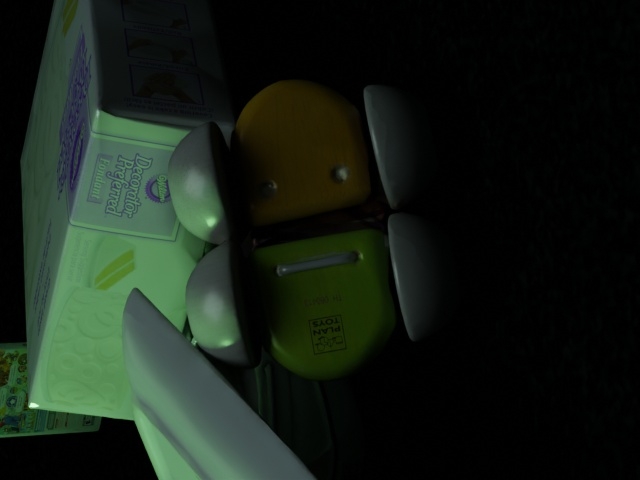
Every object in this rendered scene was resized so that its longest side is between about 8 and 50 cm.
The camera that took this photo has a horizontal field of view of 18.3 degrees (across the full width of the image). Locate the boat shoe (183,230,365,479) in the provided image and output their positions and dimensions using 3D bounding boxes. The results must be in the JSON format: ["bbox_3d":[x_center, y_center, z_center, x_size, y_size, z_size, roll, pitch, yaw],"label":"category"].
[{"bbox_3d":[-0.048,0.056,1.321,0.258,0.084,0.095,65,144,37],"label":"boat shoe"}]

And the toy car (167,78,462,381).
[{"bbox_3d":[0.000,0.000,1.195,0.136,0.159,0.182,60,-161,-74],"label":"toy car"}]

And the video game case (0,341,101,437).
[{"bbox_3d":[-0.233,0.122,1.631,0.011,0.122,0.087,49,132,50],"label":"video game case"}]

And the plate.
[{"bbox_3d":[-0.032,0.196,1.192,0.277,0.045,0.278,42,156,50],"label":"plate"}]

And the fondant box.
[{"bbox_3d":[-0.145,-0.066,1.404,0.330,0.096,0.238,-106,28,-56],"label":"fondant box"}]
